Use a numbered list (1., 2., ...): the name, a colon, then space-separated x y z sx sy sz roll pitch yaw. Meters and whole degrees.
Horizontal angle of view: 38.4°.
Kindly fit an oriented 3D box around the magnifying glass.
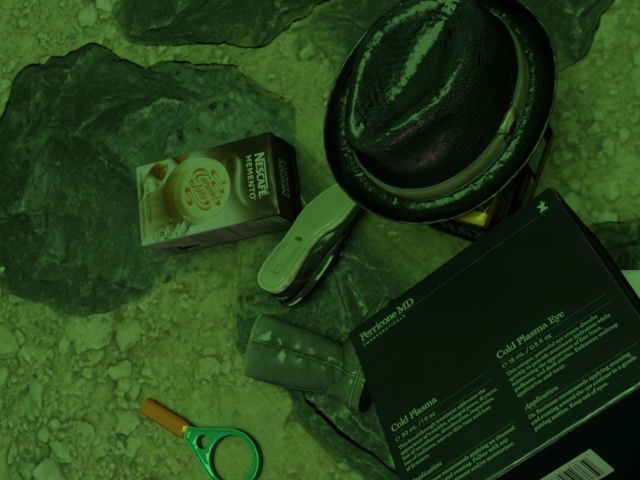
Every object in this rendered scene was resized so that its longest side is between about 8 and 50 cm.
1. magnifying glass: -0.191 0.313 1.449 0.231 0.026 0.092 25 89 26

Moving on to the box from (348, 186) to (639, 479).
1. box: 0.249 0.168 1.139 0.343 0.179 0.313 -37 40 16

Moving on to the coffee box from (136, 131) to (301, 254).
1. coffee box: -0.164 -0.073 1.481 0.246 0.098 0.141 -13 75 19

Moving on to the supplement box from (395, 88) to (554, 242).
1. supplement box: 0.221 -0.104 1.279 0.129 0.194 0.191 19 86 25

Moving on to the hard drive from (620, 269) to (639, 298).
1. hard drive: 0.503 0.129 1.135 0.307 0.040 0.203 -3 58 33

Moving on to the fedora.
1. fedora: 0.126 -0.192 1.146 0.334 0.152 0.334 -6 75 23

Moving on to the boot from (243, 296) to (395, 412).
1. boot: -0.002 0.149 1.390 0.208 0.076 0.190 18 84 31

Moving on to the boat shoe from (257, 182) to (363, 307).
1. boat shoe: 0.000 0.000 1.419 0.233 0.079 0.084 -51 42 -10
